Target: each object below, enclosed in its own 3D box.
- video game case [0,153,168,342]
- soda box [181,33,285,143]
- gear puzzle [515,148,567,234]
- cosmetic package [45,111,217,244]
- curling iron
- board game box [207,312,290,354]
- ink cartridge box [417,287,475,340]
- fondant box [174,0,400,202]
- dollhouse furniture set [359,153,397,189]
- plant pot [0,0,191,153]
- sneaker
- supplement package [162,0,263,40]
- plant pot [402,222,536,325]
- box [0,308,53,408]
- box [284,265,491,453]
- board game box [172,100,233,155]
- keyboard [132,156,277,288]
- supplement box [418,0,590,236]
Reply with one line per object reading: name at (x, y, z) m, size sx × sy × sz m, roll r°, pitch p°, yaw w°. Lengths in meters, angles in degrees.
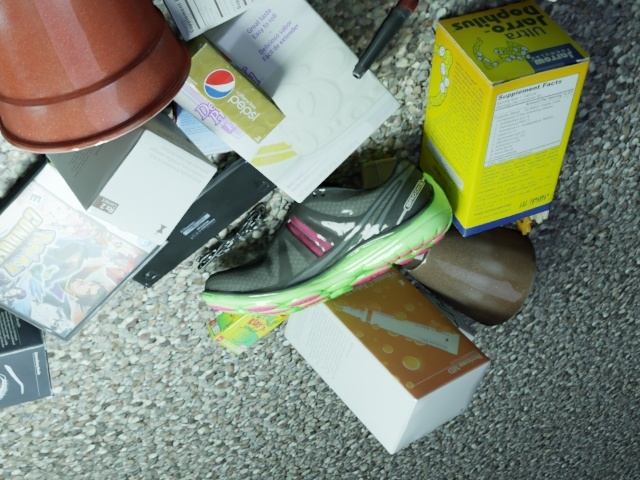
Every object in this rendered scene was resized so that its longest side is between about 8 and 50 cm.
video game case at (-0.433, 0.021, 1.576) m, size 0.275 × 0.035 × 0.248 m, roll -43°, pitch 124°, yaw 15°
soda box at (-0.132, -0.219, 1.366) m, size 0.061 × 0.058 × 0.181 m, roll -44°, pitch 133°, yaw 8°
gear puzzle at (0.429, -0.134, 1.884) m, size 0.044 × 0.175 × 0.339 m, roll -11°, pitch 138°, yaw -12°
cosmetic package at (-0.285, -0.119, 1.433) m, size 0.151 × 0.184 × 0.151 m, roll 28°, pitch 103°, yaw -47°
curling iron at (0.120, -0.366, 1.477) m, size 0.068 × 0.035 × 0.274 m, roll 36°, pitch 82°, yaw -42°
board game box at (-0.130, 0.150, 1.944) m, size 0.181 × 0.043 × 0.092 m, roll -38°, pitch 140°, yaw 9°
ink cartridge box at (0.239, 0.212, 2.206) m, size 0.148 × 0.086 × 0.203 m, roll -43°, pitch 140°, yaw 15°
fondant box at (-0.063, -0.239, 1.493) m, size 0.238 × 0.096 × 0.330 m, roll -44°, pitch 132°, yaw 8°
dollhouse furniture set at (0.115, -0.101, 1.847) m, size 0.076 × 0.058 × 0.151 m, roll -15°, pitch 120°, yaw -8°
plant pot at (-0.332, -0.296, 1.193) m, size 0.272 × 0.272 × 0.265 m, roll -25°, pitch 133°, yaw -7°
sneaker at (0.000, 0.000, 1.767) m, size 0.483 × 0.202 × 0.185 m, roll -25°, pitch 167°, yaw 4°
supplement package at (-0.119, -0.405, 1.286) m, size 0.244 × 0.139 × 0.134 m, roll -28°, pitch 142°, yaw -3°
plant pot at (0.289, 0.044, 1.989) m, size 0.230 × 0.215 × 0.215 m, roll 20°, pitch 121°, yaw -27°
box at (-0.587, 0.215, 1.677) m, size 0.207 × 0.108 × 0.153 m, roll -12°, pitch 137°, yaw -22°
box at (0.126, 0.212, 1.898) m, size 0.215 × 0.345 × 0.168 m, roll -21°, pitch 143°, yaw -37°
board game box at (-0.106, -0.218, 1.580) m, size 0.281 × 0.027 × 0.145 m, roll -13°, pitch 138°, yaw -20°
keyboard at (-0.206, -0.023, 1.704) m, size 0.317 × 0.033 × 0.201 m, roll -37°, pitch 148°, yaw 7°
supplement box at (0.315, -0.215, 1.715) m, size 0.194 × 0.195 × 0.356 m, roll -17°, pitch 140°, yaw -17°
